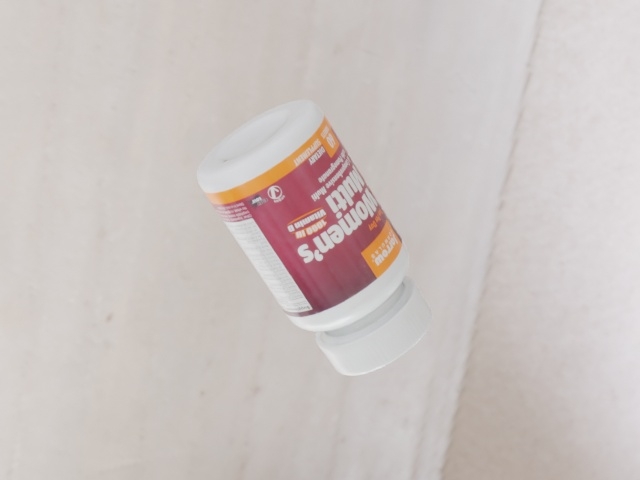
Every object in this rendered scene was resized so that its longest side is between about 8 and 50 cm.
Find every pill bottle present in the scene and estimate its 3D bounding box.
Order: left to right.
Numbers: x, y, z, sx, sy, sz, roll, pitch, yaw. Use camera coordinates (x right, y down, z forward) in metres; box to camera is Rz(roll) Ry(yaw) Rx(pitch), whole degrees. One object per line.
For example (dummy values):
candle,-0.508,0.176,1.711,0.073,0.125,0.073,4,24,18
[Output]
pill bottle,0.000,0.000,1.255,0.121,0.121,0.221,-43,111,-25
